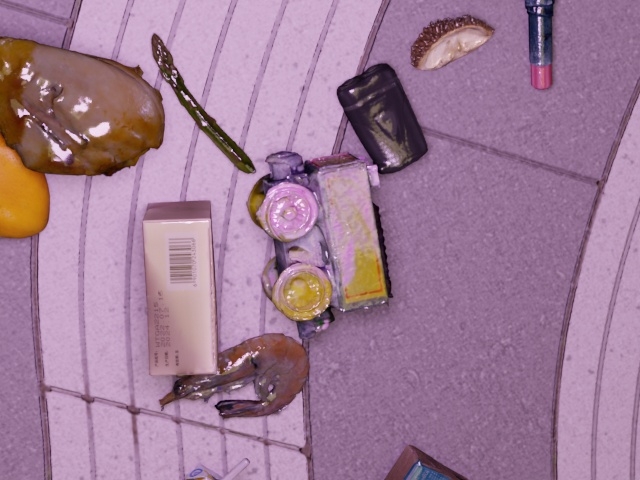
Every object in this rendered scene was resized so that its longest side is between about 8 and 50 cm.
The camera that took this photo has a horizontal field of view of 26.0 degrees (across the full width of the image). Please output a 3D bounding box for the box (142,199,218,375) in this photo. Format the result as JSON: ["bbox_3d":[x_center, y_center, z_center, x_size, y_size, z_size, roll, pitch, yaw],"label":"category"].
[{"bbox_3d":[-0.188,0.061,1.877,0.095,0.168,0.212,-3,101,-6],"label":"box"}]

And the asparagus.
[{"bbox_3d":[-0.167,-0.182,1.911,0.034,0.027,0.236,-39,104,-7],"label":"asparagus"}]

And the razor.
[{"bbox_3d":[0.089,-0.168,1.944,0.090,0.054,0.148,-29,104,-4],"label":"razor"}]

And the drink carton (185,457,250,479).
[{"bbox_3d":[-0.173,0.379,1.984,0.084,0.074,0.200,40,90,-15],"label":"drink carton"}]

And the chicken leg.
[{"bbox_3d":[-0.391,-0.211,1.770,0.429,0.152,0.201,28,76,-22],"label":"chicken leg"}]

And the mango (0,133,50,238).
[{"bbox_3d":[-0.449,-0.085,1.842,0.219,0.112,0.145,40,91,-26],"label":"mango"}]

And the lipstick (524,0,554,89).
[{"bbox_3d":[0.313,-0.331,1.957,0.053,0.053,0.234,-7,103,-9],"label":"lipstick"}]

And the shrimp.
[{"bbox_3d":[-0.120,0.210,1.982,0.223,0.047,0.126,-20,113,-7],"label":"shrimp"}]

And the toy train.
[{"bbox_3d":[0.000,0.000,1.917,0.177,0.134,0.261,-11,102,-8],"label":"toy train"}]

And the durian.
[{"bbox_3d":[0.184,-0.281,1.943,0.130,0.052,0.066,-26,106,-5],"label":"durian"}]

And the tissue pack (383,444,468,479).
[{"bbox_3d":[0.136,0.403,2.038,0.120,0.082,0.169,32,93,-15],"label":"tissue pack"}]
